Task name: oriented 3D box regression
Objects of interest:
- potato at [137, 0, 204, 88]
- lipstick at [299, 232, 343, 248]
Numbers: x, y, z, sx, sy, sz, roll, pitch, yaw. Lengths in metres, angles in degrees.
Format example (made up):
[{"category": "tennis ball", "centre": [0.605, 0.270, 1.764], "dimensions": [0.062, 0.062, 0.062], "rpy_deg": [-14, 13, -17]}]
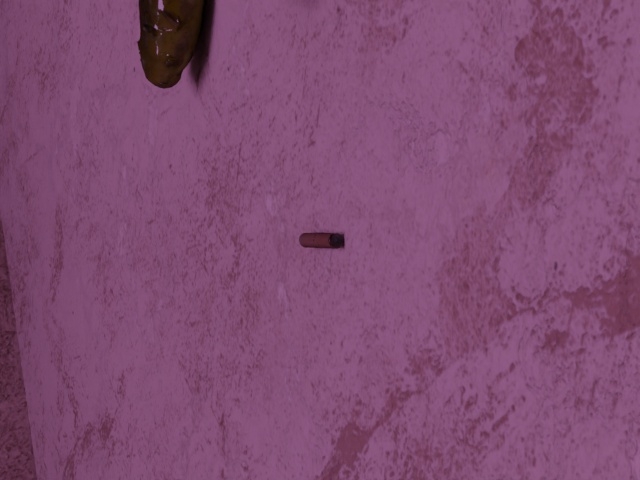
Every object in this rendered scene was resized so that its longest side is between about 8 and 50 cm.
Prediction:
[{"category": "potato", "centre": [-0.205, -0.318, 2.395], "dimensions": [0.117, 0.090, 0.225], "rpy_deg": [-141, 53, -61]}, {"category": "lipstick", "centre": [0.000, 0.000, 2.036], "dimensions": [0.094, 0.019, 0.019], "rpy_deg": [-177, 85, -68]}]
